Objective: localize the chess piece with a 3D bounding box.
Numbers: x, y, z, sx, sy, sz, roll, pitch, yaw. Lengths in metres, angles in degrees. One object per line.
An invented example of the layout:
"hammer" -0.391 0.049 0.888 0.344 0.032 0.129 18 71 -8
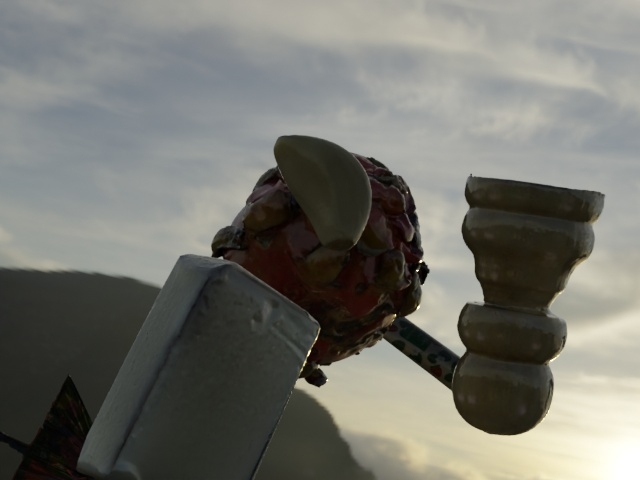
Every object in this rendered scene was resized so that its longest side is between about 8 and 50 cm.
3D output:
"chess piece" 0.203 0.069 0.966 0.143 0.261 0.143 8 0 0

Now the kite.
"kite" -0.424 0.376 1.543 0.234 0.321 0.016 28 13 -11

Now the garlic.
"garlic" 0.006 -0.033 0.618 0.053 0.083 0.041 -10 -21 -45

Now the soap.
"soap" -0.088 0.114 0.717 0.121 0.183 0.064 38 -22 -32

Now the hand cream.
"hand cream" 0.209 0.215 1.757 0.276 0.095 0.059 36 -55 11

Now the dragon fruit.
"dragon fruit" 0.000 0.000 1.303 0.314 0.296 0.263 54 -23 12
